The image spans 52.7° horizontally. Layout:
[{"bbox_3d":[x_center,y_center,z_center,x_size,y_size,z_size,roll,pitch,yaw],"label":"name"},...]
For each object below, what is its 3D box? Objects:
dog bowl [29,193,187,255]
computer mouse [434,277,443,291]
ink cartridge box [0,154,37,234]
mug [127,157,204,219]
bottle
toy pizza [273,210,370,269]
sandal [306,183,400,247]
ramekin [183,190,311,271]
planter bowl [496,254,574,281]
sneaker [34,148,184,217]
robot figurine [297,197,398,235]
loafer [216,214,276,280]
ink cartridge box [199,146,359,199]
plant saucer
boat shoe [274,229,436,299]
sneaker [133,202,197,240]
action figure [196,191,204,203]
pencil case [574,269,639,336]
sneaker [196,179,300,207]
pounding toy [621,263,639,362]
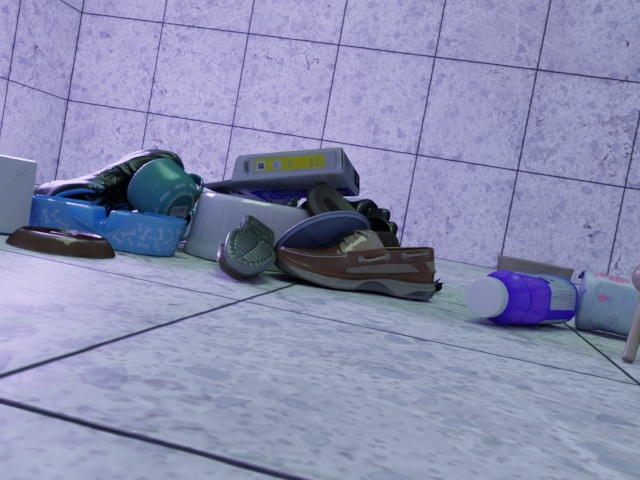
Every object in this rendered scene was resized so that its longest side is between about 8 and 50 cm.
[{"bbox_3d":[-0.407,-0.028,1.222,0.298,0.074,0.166,10,3,-6],"label":"dog bowl"},{"bbox_3d":[0.173,0.082,1.457,0.193,0.042,0.106,18,11,28],"label":"computer mouse"},{"bbox_3d":[-0.603,-0.092,1.178,0.078,0.134,0.231,6,4,-44],"label":"ink cartridge box"},{"bbox_3d":[-0.315,-0.102,1.366,0.097,0.158,0.129,40,-17,26],"label":"mug"},{"bbox_3d":[0.352,0.101,1.134,0.118,0.092,0.283,7,0,42],"label":"bottle"},{"bbox_3d":[0.000,0.000,1.252,0.201,0.032,0.201,-16,-31,-10],"label":"toy pizza"},{"bbox_3d":[0.098,-0.011,1.351,0.303,0.086,0.120,43,42,-4],"label":"sandal"},{"bbox_3d":[-0.147,-0.021,1.395,0.277,0.135,0.277,10,3,0],"label":"ramekin"},{"bbox_3d":[0.461,0.099,1.418,0.162,0.109,0.162,11,2,0],"label":"planter bowl"},{"bbox_3d":[-0.449,-0.097,1.388,0.341,0.125,0.140,-23,23,-16],"label":"sneaker"},{"bbox_3d":[0.051,-0.022,1.659,0.278,0.209,0.174,3,18,30],"label":"robot figurine"},{"bbox_3d":[-0.135,0.028,1.145,0.094,0.087,0.251,36,12,-5],"label":"loafer"},{"bbox_3d":[-0.079,-0.143,1.472,0.308,0.072,0.303,-1,-4,10],"label":"ink cartridge box"},{"bbox_3d":[-0.419,0.001,1.053,0.169,0.029,0.168,9,3,0],"label":"plant saucer"},{"bbox_3d":[0.071,0.035,1.220,0.325,0.116,0.123,9,3,-21],"label":"boat shoe"},{"bbox_3d":[-0.317,-0.039,1.526,0.151,0.094,0.256,5,8,44],"label":"sneaker"},{"bbox_3d":[-0.438,-0.092,1.875,0.281,0.139,0.091,12,4,-9],"label":"action figure"},{"bbox_3d":[0.611,0.136,1.191,0.273,0.113,0.124,11,-17,23],"label":"pencil case"},{"bbox_3d":[-0.186,-0.108,1.701,0.344,0.134,0.146,-29,-40,24],"label":"sneaker"},{"bbox_3d":[0.570,0.131,0.930,0.237,0.182,0.110,8,-24,27],"label":"pounding toy"}]
